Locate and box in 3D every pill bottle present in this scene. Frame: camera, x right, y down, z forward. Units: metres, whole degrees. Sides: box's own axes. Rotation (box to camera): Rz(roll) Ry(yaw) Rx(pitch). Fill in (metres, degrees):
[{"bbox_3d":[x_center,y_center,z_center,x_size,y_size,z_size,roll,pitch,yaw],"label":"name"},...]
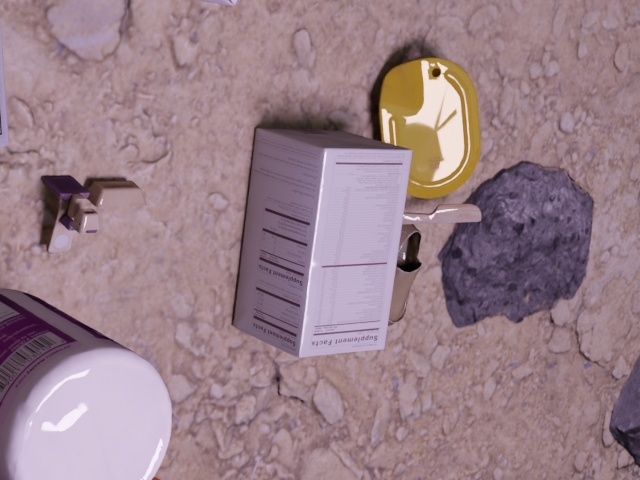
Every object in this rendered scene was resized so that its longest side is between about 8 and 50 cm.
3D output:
[{"bbox_3d":[-0.287,0.142,1.359,0.169,0.301,0.169,-13,111,-36],"label":"pill bottle"}]

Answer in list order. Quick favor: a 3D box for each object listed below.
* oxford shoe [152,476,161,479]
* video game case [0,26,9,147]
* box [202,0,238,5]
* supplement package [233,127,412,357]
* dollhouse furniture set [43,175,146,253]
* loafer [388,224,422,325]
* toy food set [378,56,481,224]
[{"bbox_3d":[-0.213,0.416,1.642,0.097,0.098,0.271,6,100,-40],"label":"oxford shoe"},{"bbox_3d":[-0.377,-0.173,1.336,0.193,0.023,0.212,-25,120,-52],"label":"video game case"},{"bbox_3d":[-0.142,-0.405,1.422,0.262,0.127,0.231,36,81,-41],"label":"box"},{"bbox_3d":[0.000,0.000,1.661,0.139,0.134,0.244,-1,104,-39],"label":"supplement package"},{"bbox_3d":[-0.234,-0.013,1.511,0.114,0.091,0.081,-4,122,-42],"label":"dollhouse furniture set"},{"bbox_3d":[0.097,0.041,1.810,0.056,0.050,0.148,-10,110,-37],"label":"loafer"},{"bbox_3d":[0.130,-0.128,1.781,0.128,0.071,0.217,-9,109,-12],"label":"toy food set"}]
